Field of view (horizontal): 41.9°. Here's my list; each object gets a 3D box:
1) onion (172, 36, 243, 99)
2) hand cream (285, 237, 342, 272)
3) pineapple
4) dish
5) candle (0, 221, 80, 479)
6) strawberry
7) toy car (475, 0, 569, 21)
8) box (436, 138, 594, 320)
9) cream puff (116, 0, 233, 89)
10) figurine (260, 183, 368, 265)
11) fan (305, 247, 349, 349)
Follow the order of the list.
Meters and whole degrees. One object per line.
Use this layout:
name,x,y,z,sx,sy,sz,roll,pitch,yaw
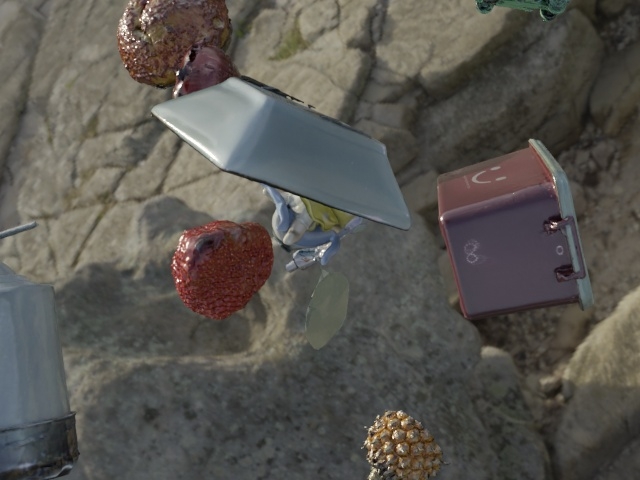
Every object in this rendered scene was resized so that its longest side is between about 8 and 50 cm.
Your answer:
onion,-0.173,-0.242,1.396,0.147,0.184,0.184,-4,55,-6
hand cream,0.002,0.001,2.123,0.257,0.050,0.084,-45,56,26
pineapple,0.146,0.440,1.672,0.137,0.161,0.176,-41,25,-27
dish,-0.025,-0.100,0.846,0.182,0.243,0.080,38,107,48
candle,-0.445,0.163,1.095,0.221,0.221,0.342,-13,84,27
strawberry,-0.284,0.053,2.323,0.312,0.351,0.267,-43,70,-6
toy car,0.314,-0.381,1.308,0.143,0.073,0.054,8,91,3
box,0.258,-0.013,1.157,0.168,0.193,0.294,-15,14,11
cream puff,-0.284,-0.404,1.599,0.240,0.164,0.240,-6,58,10
figurine,-0.003,-0.049,1.283,0.184,0.208,0.128,-44,59,30
fan,0.006,0.098,1.820,0.010,0.310,0.182,15,42,30
